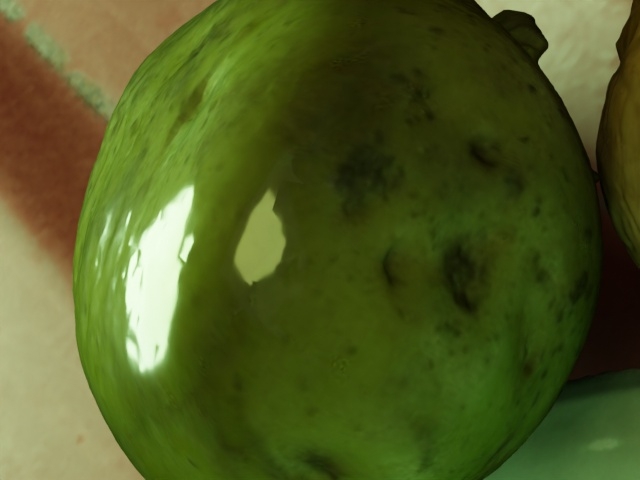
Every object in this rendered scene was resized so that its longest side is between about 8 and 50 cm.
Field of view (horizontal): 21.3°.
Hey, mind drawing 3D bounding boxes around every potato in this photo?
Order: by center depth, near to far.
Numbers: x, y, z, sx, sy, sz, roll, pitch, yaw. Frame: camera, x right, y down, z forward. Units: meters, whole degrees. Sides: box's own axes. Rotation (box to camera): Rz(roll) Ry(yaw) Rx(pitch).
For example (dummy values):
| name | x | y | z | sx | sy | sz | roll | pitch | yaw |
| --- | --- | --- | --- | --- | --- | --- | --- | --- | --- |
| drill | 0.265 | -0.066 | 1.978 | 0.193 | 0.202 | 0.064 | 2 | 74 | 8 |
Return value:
| name | x | y | z | sx | sy | sz | roll | pitch | yaw |
| --- | --- | --- | --- | --- | --- | --- | --- | --- | --- |
| potato | 0.001 | -0.002 | 0.547 | 0.228 | 0.149 | 0.197 | 158 | 121 | -66 |

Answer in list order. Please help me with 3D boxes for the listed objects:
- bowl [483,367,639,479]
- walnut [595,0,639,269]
| name | x | y | z | sx | sy | sz | roll | pitch | yaw |
| --- | --- | --- | --- | --- | --- | --- | --- | --- | --- |
| bowl | 0.045 | 0.188 | 0.452 | 0.313 | 0.146 | 0.313 | -36 | 13 | 10 |
| walnut | 0.158 | -0.028 | 0.487 | 0.180 | 0.144 | 0.144 | 37 | 95 | 44 |
